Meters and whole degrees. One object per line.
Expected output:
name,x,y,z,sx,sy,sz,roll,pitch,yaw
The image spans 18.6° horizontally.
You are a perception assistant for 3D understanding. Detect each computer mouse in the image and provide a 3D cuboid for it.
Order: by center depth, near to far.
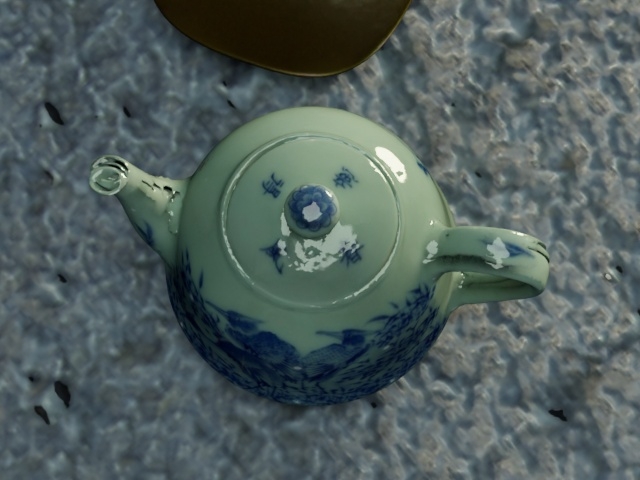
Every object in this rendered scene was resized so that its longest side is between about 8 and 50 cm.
computer mouse,0.009,-0.243,1.086,0.158,0.072,0.310,20,77,2

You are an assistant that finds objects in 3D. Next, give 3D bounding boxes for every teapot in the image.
teapot,0.000,0.000,0.993,0.232,0.159,0.159,10,78,2
